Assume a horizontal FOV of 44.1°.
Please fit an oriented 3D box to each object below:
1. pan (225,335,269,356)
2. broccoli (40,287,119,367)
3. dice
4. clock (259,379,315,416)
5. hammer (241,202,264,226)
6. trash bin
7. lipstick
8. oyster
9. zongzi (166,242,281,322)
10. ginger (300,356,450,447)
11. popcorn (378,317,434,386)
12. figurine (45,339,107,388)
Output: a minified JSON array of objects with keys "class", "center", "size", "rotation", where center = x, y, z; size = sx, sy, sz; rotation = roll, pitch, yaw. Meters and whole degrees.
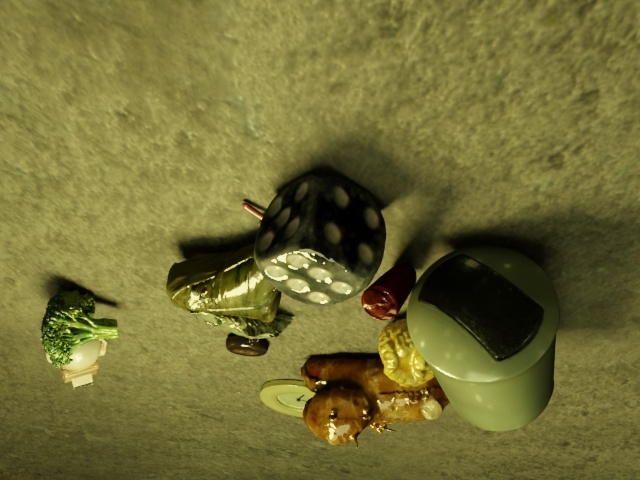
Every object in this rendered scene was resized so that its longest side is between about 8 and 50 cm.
[{"class":"pan","center":[-0.174,0.258,2.035],"size":[0.114,0.040,0.212],"rotation":[15,149,-18]},{"class":"broccoli","center":[-0.595,0.216,1.965],"size":[0.194,0.220,0.194],"rotation":[-4,109,-13]},{"class":"dice","center":[0.000,0.000,1.441],"size":[0.182,0.183,0.181],"rotation":[31,144,-27]},{"class":"clock","center":[-0.065,0.470,2.360],"size":[0.235,0.029,0.235],"rotation":[7,146,5]},{"class":"hammer","center":[-0.119,-0.049,1.540],"size":[0.083,0.031,0.052],"rotation":[33,138,-23]},{"class":"trash bin","center":[0.339,0.204,1.593],"size":[0.280,0.280,0.432],"rotation":[-1,150,17]},{"class":"lipstick","center":[0.136,0.095,1.513],"size":[0.073,0.073,0.279],"rotation":[2,-173,13]},{"class":"oyster","center":[-0.220,0.184,1.883],"size":[0.252,0.087,0.199],"rotation":[2,158,26]},{"class":"zongzi","center":[-0.201,0.058,1.644],"size":[0.250,0.125,0.274],"rotation":[4,146,-4]},{"class":"ginger","center":[0.144,0.414,2.020],"size":[0.418,0.254,0.176],"rotation":[-2,141,8]},{"class":"popcorn","center":[0.214,0.255,1.837],"size":[0.180,0.180,0.170],"rotation":[34,169,-34]},{"class":"figurine","center":[-0.669,0.301,2.174],"size":[0.162,0.141,0.237],"rotation":[-12,151,-20]}]
